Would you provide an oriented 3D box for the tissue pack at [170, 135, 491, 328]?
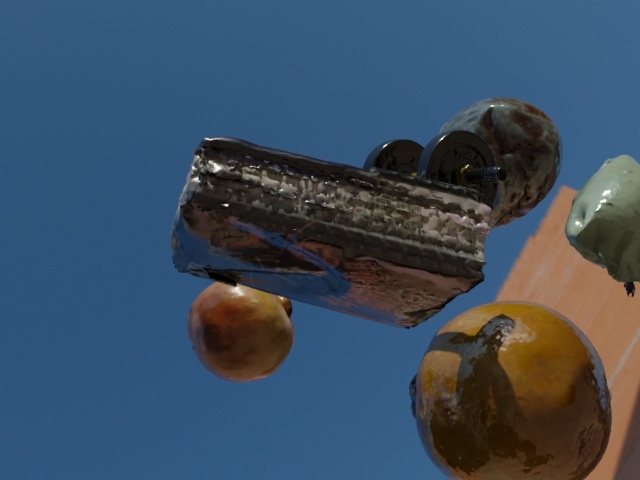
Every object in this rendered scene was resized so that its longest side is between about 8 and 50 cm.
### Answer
[{"bbox_3d":[0.000,0.000,0.837,0.333,0.245,0.123,14,-112,-10],"label":"tissue pack"}]

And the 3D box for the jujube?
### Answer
[{"bbox_3d":[0.342,-0.154,1.459,0.215,0.308,0.246,-35,-83,-31],"label":"jujube"}]

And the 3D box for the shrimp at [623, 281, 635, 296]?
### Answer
[{"bbox_3d":[0.424,0.044,0.976,0.038,0.092,0.029,-8,-54,24],"label":"shrimp"}]

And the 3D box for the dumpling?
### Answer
[{"bbox_3d":[0.393,-0.023,0.973,0.149,0.105,0.216,63,-140,-30],"label":"dumpling"}]

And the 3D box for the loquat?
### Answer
[{"bbox_3d":[0.307,0.256,1.184,0.329,0.328,0.328,-8,-68,-21],"label":"loquat"}]

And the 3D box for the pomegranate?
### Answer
[{"bbox_3d":[-0.137,0.154,1.279,0.191,0.191,0.191,-8,-68,-21],"label":"pomegranate"}]

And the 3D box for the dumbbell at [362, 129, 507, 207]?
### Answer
[{"bbox_3d":[0.169,-0.095,1.151,0.143,0.325,0.143,-1,-88,-31],"label":"dumbbell"}]
